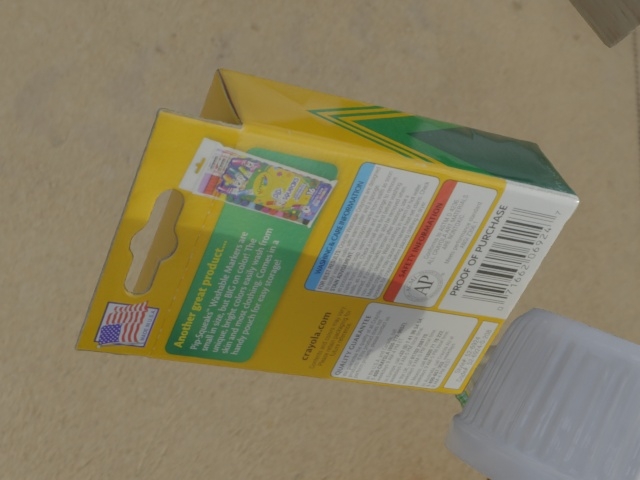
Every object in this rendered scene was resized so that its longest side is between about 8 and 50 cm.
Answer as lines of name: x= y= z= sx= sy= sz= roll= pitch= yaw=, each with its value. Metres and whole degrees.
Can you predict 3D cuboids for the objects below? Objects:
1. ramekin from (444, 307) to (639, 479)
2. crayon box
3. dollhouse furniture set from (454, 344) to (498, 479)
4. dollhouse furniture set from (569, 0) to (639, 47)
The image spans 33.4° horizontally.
ramekin: x=0.195 y=0.124 z=0.690 sx=0.207 sy=0.207 sz=0.109 roll=23 pitch=89 yaw=-13
crayon box: x=0.000 y=0.000 z=0.783 sx=0.323 sy=0.203 sz=0.083 roll=10 pitch=33 yaw=-26
dollhouse furniture set: x=0.269 y=0.223 z=1.141 sx=0.302 sy=0.151 sz=0.197 roll=-1 pitch=39 yaw=-20
dollhouse furniture set: x=0.219 y=-0.184 z=0.331 sx=0.286 sy=0.303 sz=0.198 roll=52 pitch=36 yaw=3
